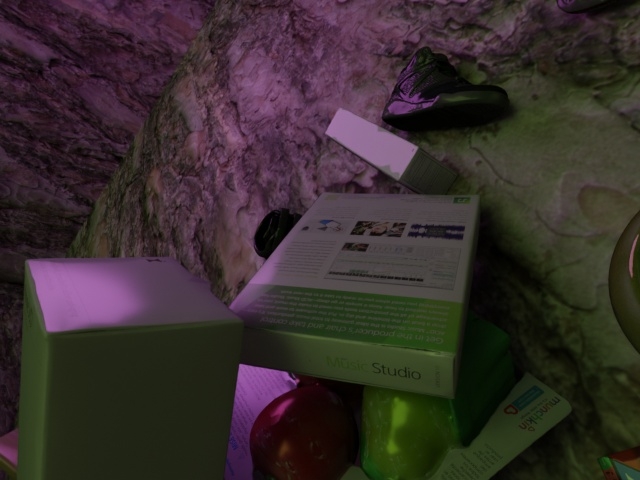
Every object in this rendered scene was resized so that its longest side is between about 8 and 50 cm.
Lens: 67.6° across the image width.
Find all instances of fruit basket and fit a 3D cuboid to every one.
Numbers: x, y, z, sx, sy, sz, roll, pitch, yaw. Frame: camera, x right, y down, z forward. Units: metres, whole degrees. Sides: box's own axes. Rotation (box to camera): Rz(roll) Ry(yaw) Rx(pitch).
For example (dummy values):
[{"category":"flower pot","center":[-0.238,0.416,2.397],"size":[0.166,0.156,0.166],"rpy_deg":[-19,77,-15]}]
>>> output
[{"category":"fruit basket","center":[0.026,0.194,0.540],"size":[0.353,0.166,0.327],"rpy_deg":[-36,35,-14]}]

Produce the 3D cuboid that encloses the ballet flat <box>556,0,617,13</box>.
[{"category":"ballet flat","center":[0.412,-0.356,0.571],"size":[0.249,0.058,0.084],"rpy_deg":[-25,74,48]}]

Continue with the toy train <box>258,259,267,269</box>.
[{"category":"toy train","center":[-0.110,0.100,0.937],"size":[0.166,0.046,0.125],"rpy_deg":[117,166,-49]}]

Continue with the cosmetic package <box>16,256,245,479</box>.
[{"category":"cosmetic package","center":[-0.197,0.214,0.457],"size":[0.197,0.155,0.366],"rpy_deg":[21,107,53]}]

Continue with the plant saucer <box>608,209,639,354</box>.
[{"category":"plant saucer","center":[0.370,0.022,0.397],"size":[0.240,0.037,0.241],"rpy_deg":[-27,47,34]}]

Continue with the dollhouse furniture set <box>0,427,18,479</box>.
[{"category":"dollhouse furniture set","center":[-0.353,0.409,0.799],"size":[0.394,0.362,0.257],"rpy_deg":[32,99,9]}]

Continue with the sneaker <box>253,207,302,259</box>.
[{"category":"sneaker","center":[0.000,0.000,0.795],"size":[0.295,0.146,0.105],"rpy_deg":[-12,60,46]}]

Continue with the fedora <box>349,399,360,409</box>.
[{"category":"fedora","center":[-0.006,0.188,0.754],"size":[0.194,0.079,0.195],"rpy_deg":[-28,51,41]}]

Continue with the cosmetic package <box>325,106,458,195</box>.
[{"category":"cosmetic package","center":[0.106,-0.145,0.785],"size":[0.061,0.098,0.239],"rpy_deg":[-57,37,11]}]

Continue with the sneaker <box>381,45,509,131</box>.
[{"category":"sneaker","center":[0.194,-0.243,0.739],"size":[0.227,0.087,0.130],"rpy_deg":[17,91,59]}]

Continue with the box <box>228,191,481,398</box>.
[{"category":"box","center":[0.058,0.032,0.559],"size":[0.232,0.059,0.322],"rpy_deg":[3,29,21]}]

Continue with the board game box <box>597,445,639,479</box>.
[{"category":"board game box","center":[0.334,0.279,0.331],"size":[0.145,0.027,0.281],"rpy_deg":[-38,45,30]}]

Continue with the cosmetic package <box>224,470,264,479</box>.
[{"category":"cosmetic package","center":[-0.077,0.394,0.606],"size":[0.138,0.224,0.225],"rpy_deg":[35,99,52]}]
